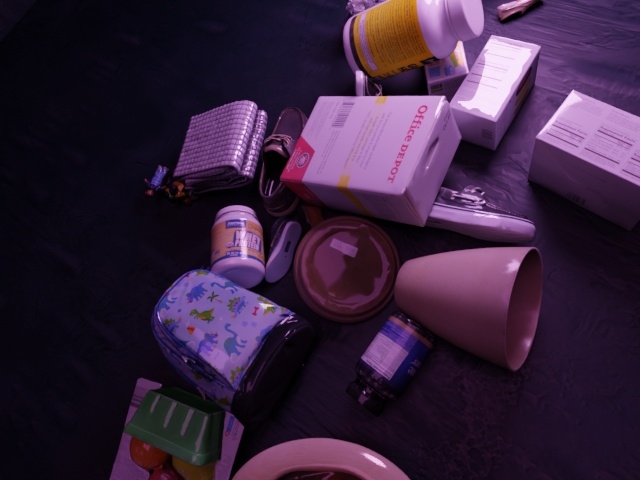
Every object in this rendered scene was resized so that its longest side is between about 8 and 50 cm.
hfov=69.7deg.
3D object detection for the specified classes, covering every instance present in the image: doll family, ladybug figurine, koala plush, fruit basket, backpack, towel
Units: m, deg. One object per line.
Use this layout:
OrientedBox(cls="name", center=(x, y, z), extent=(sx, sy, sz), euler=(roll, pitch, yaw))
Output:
OrientedBox(cls="doll family", center=(-0.477, -0.168, 1.468), extent=(0.192, 0.076, 0.112), euler=(16, 79, 28))
OrientedBox(cls="ladybug figurine", center=(0.005, 0.577, 0.962), extent=(0.448, 0.162, 0.305), euler=(-2, 69, 16))
OrientedBox(cls="koala plush", center=(0.139, -0.702, 1.396), extent=(0.203, 0.221, 0.196), euler=(9, 73, 21))
OrientedBox(cls="fruit basket", center=(-0.359, 0.553, 1.119), extent=(0.326, 0.165, 0.354), euler=(11, 89, 22))
OrientedBox(cls="backpack", center=(-0.238, 0.231, 1.125), extent=(0.355, 0.274, 0.290), euler=(19, 55, 33))
OrientedBox(cls="towel", center=(-0.295, -0.269, 1.376), extent=(0.283, 0.121, 0.235), euler=(-5, 65, 38))

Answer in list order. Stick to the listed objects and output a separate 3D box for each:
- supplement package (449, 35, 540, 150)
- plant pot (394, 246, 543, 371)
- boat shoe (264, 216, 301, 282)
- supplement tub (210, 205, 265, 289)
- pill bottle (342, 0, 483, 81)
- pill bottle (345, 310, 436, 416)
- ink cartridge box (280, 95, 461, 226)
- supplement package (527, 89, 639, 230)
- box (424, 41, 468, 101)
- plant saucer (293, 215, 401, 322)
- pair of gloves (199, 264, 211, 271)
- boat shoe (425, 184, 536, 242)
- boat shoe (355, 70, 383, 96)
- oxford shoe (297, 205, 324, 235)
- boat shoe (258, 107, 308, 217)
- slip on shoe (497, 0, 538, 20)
OrientedBox(cls="supplement package", center=(0.458, -0.390, 1.216), extent=(0.133, 0.139, 0.244), euler=(28, 80, 27))
OrientedBox(cls="plant pot", center=(0.313, 0.123, 1.018), extent=(0.273, 0.256, 0.257), euler=(9, 72, 38))
OrientedBox(cls="boat shoe", center=(-0.116, 0.024, 1.284), extent=(0.083, 0.065, 0.184), euler=(29, 94, 55))
OrientedBox(cls="supplement tub", center=(-0.228, 0.019, 1.261), extent=(0.144, 0.144, 0.200), euler=(-16, 56, 11))
OrientedBox(cls="pill bottle", center=(0.240, -0.551, 1.208), extent=(0.333, 0.187, 0.188), euler=(-4, 66, 40))
OrientedBox(cls="pill bottle", center=(0.157, 0.283, 1.053), extent=(0.122, 0.123, 0.219), euler=(33, 82, 26))
OrientedBox(cls="ink cartridge box", center=(0.126, -0.215, 1.192), extent=(0.384, 0.160, 0.279), euler=(14, 73, 38))
OrientedBox(cls="supplement package", center=(0.636, -0.177, 1.037), extent=(0.261, 0.204, 0.145), euler=(37, 86, 26))
OrientedBox(cls="box", center=(0.354, -0.511, 1.317), extent=(0.114, 0.103, 0.203), euler=(-10, 67, 15))
OrientedBox(cls="plant saucer", center=(0.067, 0.069, 1.166), extent=(0.277, 0.041, 0.278), euler=(0, 79, 2))
OrientedBox(cls="pair of gloves", center=(-0.303, 0.158, 1.307), extent=(0.198, 0.023, 0.160), euler=(14, 74, 21))
OrientedBox(cls="boat shoe", center=(0.360, -0.083, 1.134), extent=(0.334, 0.121, 0.119), euler=(16, 79, 25))
OrientedBox(cls="boat shoe", center=(0.138, -0.415, 1.286), extent=(0.070, 0.219, 0.078), euler=(-3, 86, 12))
OrientedBox(cls="oxford shoe", center=(0.000, 0.000, 1.251), extent=(0.075, 0.076, 0.213), euler=(-6, 74, -28))
OrientedBox(cls="boat shoe", center=(-0.101, -0.247, 1.342), extent=(0.132, 0.130, 0.356), euler=(-2, 69, 16))
OrientedBox(cls="slip on shoe", center=(0.590, -0.686, 1.349), extent=(0.135, 0.051, 0.041), euler=(-17, 105, 2))
